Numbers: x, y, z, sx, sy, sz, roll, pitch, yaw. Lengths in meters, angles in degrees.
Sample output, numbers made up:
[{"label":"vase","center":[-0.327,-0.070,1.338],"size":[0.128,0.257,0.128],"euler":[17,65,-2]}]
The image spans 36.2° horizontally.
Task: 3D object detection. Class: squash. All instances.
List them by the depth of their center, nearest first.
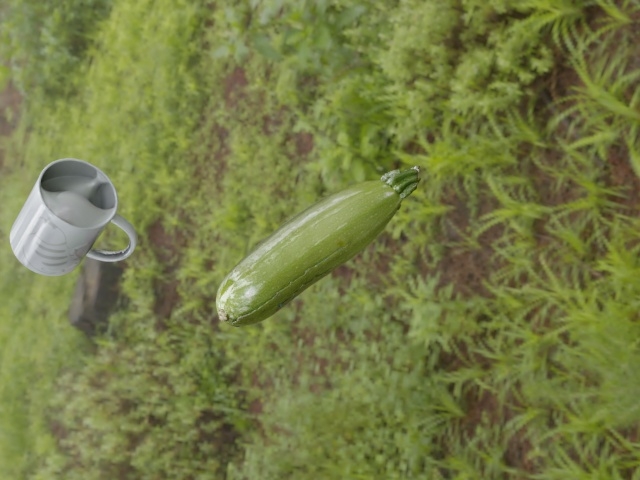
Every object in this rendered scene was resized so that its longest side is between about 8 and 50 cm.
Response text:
[{"label":"squash","center":[0.000,0.000,1.245],"size":[0.341,0.094,0.094],"euler":[-37,9,-23]}]

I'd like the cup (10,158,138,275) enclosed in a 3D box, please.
[{"label":"cup","center":[-0.305,-0.014,1.208],"size":[0.133,0.136,0.099],"euler":[-43,0,45]}]
